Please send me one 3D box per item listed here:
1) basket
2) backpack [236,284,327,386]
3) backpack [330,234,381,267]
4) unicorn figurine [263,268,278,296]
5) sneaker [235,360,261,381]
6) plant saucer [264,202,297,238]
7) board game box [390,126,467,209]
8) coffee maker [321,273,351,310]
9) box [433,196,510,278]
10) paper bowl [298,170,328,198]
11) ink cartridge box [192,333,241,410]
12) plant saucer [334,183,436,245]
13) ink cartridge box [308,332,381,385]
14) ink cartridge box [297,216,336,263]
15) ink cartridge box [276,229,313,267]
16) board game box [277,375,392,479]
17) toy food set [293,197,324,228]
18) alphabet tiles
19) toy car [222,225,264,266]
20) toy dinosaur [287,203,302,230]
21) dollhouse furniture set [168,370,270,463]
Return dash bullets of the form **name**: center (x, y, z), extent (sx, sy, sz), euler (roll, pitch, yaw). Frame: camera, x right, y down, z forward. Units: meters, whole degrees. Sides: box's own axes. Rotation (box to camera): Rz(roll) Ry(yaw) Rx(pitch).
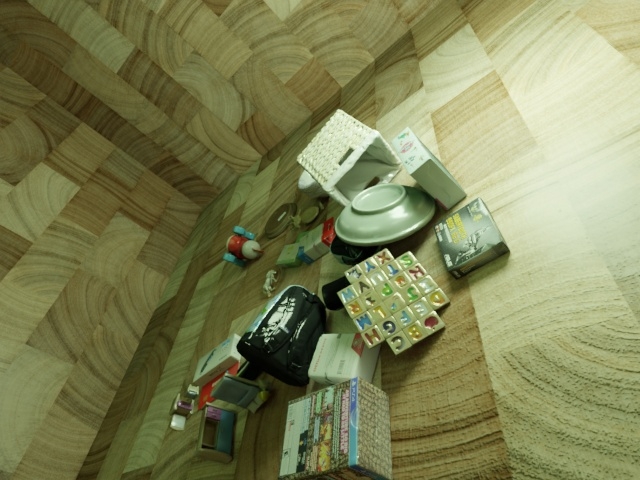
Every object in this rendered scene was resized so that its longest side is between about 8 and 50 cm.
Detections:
- **basket**: center (0.133, -0.345, 1.825), extent (0.328, 0.331, 0.266), euler (-48, 56, 8)
- **backpack**: center (-0.121, 0.333, 1.522), extent (0.273, 0.290, 0.355), euler (-46, 12, 54)
- **backpack**: center (0.139, 0.029, 1.629), extent (0.189, 0.144, 0.165), euler (11, 64, 40)
- **unicorn figurine**: center (-0.260, 0.208, 2.100), extent (0.111, 0.060, 0.161), euler (4, 59, 57)
- **sneaker**: center (-0.293, 0.526, 1.737), extent (0.235, 0.084, 0.097), euler (-45, 27, 11)
- **plant saucer**: center (-0.256, -0.133, 2.536), extent (0.278, 0.041, 0.277), euler (-35, 31, 25)
- **board game box**: center (0.403, -0.279, 1.536), extent (0.097, 0.224, 0.303), euler (-41, 28, 22)
- **coffee maker**: center (0.091, 0.178, 1.496), extent (0.178, 0.171, 0.120), euler (-31, 39, 35)
- **box**: center (0.470, -0.010, 1.287), extent (0.183, 0.056, 0.231), euler (-36, 31, 28)
- **paper bowl**: center (0.020, -0.357, 2.280), extent (0.284, 0.148, 0.284), euler (-37, 30, 26)
- **ink cartridge box**: center (-0.498, 0.627, 1.940), extent (0.296, 0.066, 0.261), euler (-38, 29, 23)
- **plant saucer**: center (0.236, -0.129, 1.567), extent (0.401, 0.100, 0.400), euler (-16, 29, 9)
- **ink cartridge box**: center (0.077, 0.396, 1.337), extent (0.218, 0.092, 0.158), euler (-15, 44, 46)
- **ink cartridge box**: center (0.000, 0.000, 1.948), extent (0.231, 0.078, 0.134), euler (-33, 33, 30)
- **ink cartridge box**: center (-0.125, 0.032, 2.124), extent (0.171, 0.056, 0.235), euler (-11, 49, 52)
- **board game box**: center (0.040, 0.556, 1.142), extent (0.291, 0.141, 0.232), euler (-32, 33, 31)
- **toy food set**: center (-0.056, -0.141, 2.258), extent (0.192, 0.038, 0.132), euler (-37, 36, 10)
- **alphabet tiles**: center (0.223, 0.181, 1.283), extent (0.285, 0.011, 0.342), euler (-29, 50, -3)
- **toy car**: center (-0.433, 0.056, 2.469), extent (0.238, 0.210, 0.219), euler (13, 78, 29)
- **toy dinosaur**: center (-0.142, -0.121, 2.357), extent (0.093, 0.053, 0.183), euler (-8, 55, 32)
- **dollhouse furniture set**: center (-0.372, 0.635, 1.501), extent (0.303, 0.287, 0.198), euler (-51, 25, 25)
